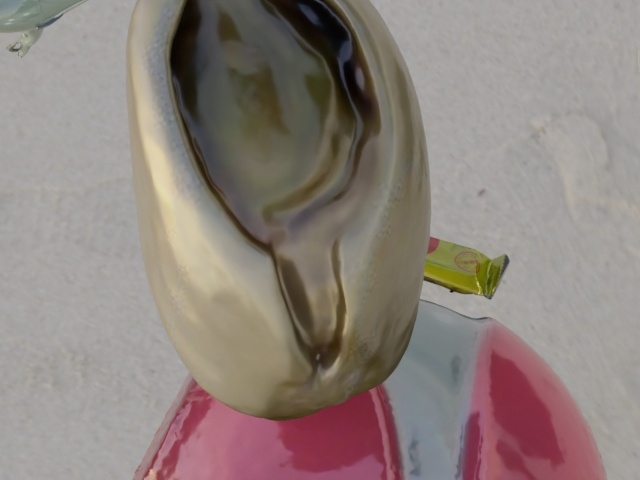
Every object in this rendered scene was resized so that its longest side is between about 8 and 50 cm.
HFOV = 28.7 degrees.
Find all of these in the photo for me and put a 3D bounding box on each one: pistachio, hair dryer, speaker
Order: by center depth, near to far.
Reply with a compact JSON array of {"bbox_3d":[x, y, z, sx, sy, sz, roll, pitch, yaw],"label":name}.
[{"bbox_3d":[-0.021,-0.025,0.585,0.138,0.237,0.153,-17,30,-18],"label":"pistachio"},{"bbox_3d":[0.035,0.164,0.765,0.294,0.294,0.294,-11,65,26],"label":"speaker"},{"bbox_3d":[-0.277,-0.251,1.359,0.167,0.199,0.067,-22,84,-3],"label":"hair dryer"}]

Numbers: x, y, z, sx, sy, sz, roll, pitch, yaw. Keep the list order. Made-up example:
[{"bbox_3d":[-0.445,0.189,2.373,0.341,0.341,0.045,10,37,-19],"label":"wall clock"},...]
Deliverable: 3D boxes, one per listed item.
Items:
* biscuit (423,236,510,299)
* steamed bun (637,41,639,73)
[{"bbox_3d":[0.001,-0.013,0.962,0.292,0.026,0.048,18,39,6],"label":"biscuit"},{"bbox_3d":[0.415,-0.132,0.759,0.346,0.394,0.237,-85,15,-49],"label":"steamed bun"}]
